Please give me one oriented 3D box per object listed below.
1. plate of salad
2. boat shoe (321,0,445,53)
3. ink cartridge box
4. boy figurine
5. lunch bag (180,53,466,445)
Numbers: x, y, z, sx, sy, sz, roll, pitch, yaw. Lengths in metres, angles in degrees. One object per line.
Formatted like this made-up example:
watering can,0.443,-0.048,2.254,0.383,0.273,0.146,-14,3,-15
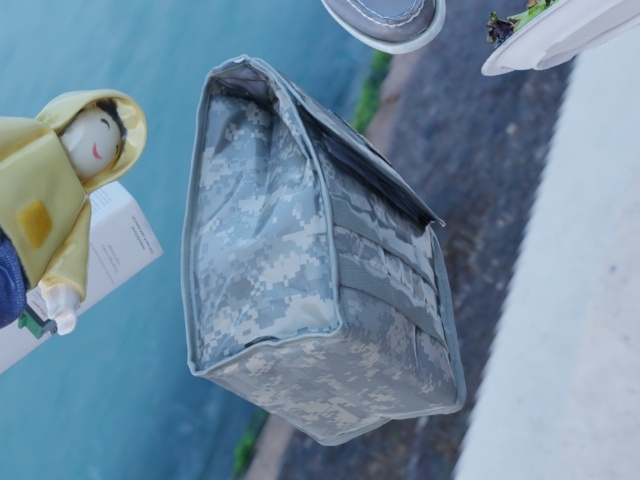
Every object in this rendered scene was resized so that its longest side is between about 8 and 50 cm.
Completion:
plate of salad,0.179,-0.159,1.044,0.199,0.048,0.200,-29,-5,-3
boat shoe,0.025,-0.323,1.758,0.116,0.097,0.324,-28,56,3
ink cartridge box,-0.285,0.009,1.628,0.219,0.093,0.160,-37,50,-11
boy figurine,-0.216,-0.015,1.284,0.092,0.177,0.285,-10,28,33
lunch bag,0.000,0.000,1.480,0.169,0.235,0.287,-19,61,22
